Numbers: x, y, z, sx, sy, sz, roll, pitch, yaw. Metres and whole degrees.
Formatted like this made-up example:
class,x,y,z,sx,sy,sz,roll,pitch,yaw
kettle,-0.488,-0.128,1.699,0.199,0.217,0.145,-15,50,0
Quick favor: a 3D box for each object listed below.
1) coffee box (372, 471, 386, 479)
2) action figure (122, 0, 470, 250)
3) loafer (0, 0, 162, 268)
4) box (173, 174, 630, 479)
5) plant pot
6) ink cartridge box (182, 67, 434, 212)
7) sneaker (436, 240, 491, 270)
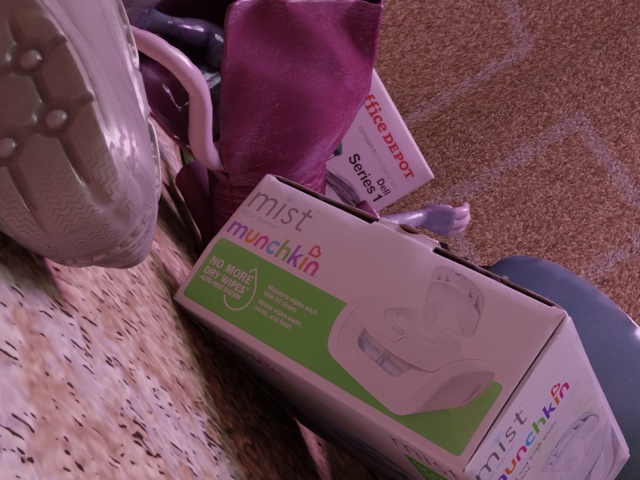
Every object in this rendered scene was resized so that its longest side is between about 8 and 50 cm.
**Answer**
class,x,y,z,sx,sy,sz,roll,pitch,yaw
coffee box,0.097,0.190,1.232,0.297,0.118,0.168,58,6,-22
action figure,-0.037,-0.048,0.918,0.276,0.248,0.370,-44,137,-49
loafer,-0.165,-0.126,0.598,0.111,0.112,0.320,61,8,-67
box,0.065,0.095,0.807,0.262,0.127,0.231,27,-16,35
plant pot,0.171,0.187,0.999,0.290,0.195,0.290,49,-21,26
ink cartridge box,-0.013,-0.088,1.187,0.160,0.219,0.093,56,5,-27
sneaker,0.127,0.080,1.424,0.330,0.122,0.146,-138,-131,-71
